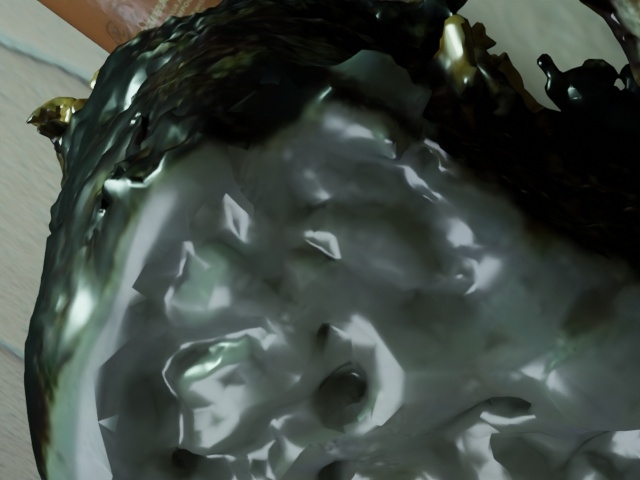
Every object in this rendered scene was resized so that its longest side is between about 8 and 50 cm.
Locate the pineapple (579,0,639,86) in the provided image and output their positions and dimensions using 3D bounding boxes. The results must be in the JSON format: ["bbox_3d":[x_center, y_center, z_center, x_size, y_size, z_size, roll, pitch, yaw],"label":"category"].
[{"bbox_3d":[0.126,-0.107,0.474,0.236,0.114,0.186,40,156,23],"label":"pineapple"}]

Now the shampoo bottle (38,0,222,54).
[{"bbox_3d":[-0.112,-0.143,0.732,0.244,0.085,0.085,34,154,7],"label":"shampoo bottle"}]

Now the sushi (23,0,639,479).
[{"bbox_3d":[0.071,0.033,0.624,0.348,0.234,0.207,32,-159,-17],"label":"sushi"}]
